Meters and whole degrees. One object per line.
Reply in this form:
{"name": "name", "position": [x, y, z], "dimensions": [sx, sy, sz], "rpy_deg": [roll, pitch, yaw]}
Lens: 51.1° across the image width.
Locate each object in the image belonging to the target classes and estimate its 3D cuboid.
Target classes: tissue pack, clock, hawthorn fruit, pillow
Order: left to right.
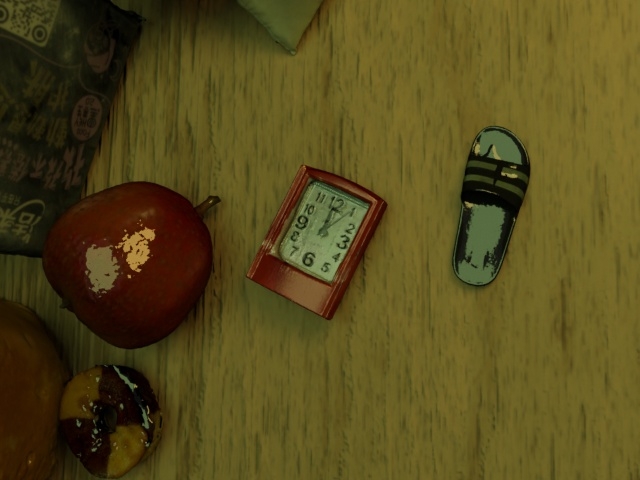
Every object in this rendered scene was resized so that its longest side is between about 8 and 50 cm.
{"name": "tissue pack", "position": [-0.382, -0.161, 0.819], "dimensions": [0.122, 0.259, 0.362], "rpy_deg": [21, 93, 23]}
{"name": "hawthorn fruit", "position": [-0.208, 0.015, 0.799], "dimensions": [0.225, 0.196, 0.196], "rpy_deg": [-40, 72, -15]}
{"name": "pillow", "position": [-0.002, -0.362, 0.791], "dimensions": [0.144, 0.078, 0.254], "rpy_deg": [37, 97, -23]}
{"name": "clock", "position": [0.000, 0.000, 0.779], "dimensions": [0.113, 0.061, 0.155], "rpy_deg": [26, 90, 19]}

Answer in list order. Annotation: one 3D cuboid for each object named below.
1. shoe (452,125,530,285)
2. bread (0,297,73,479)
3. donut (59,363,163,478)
{"name": "shoe", "position": [0.182, -0.039, 0.725], "dimensions": [0.071, 0.049, 0.179], "rpy_deg": [12, 88, 19]}
{"name": "bread", "position": [-0.465, 0.236, 0.754], "dimensions": [0.250, 0.394, 0.361], "rpy_deg": [6, 83, 3]}
{"name": "donut", "position": [-0.257, 0.223, 0.841], "dimensions": [0.140, 0.059, 0.141], "rpy_deg": [-2, 84, 18]}
